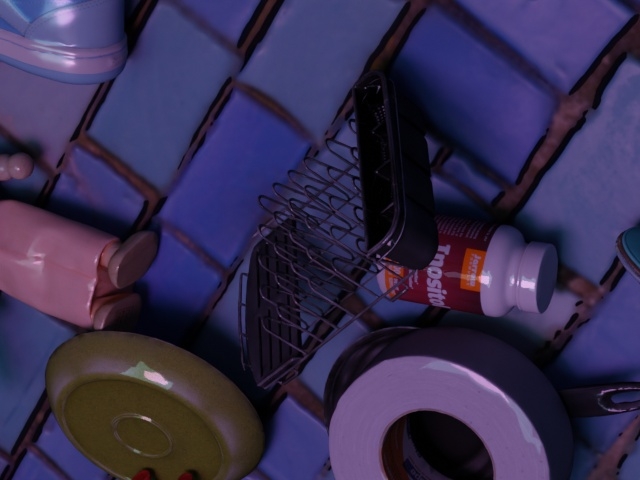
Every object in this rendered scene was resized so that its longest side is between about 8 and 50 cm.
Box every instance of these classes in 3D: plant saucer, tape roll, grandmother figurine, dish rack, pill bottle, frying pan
[{"bbox_3d":[-0.175,0.187,1.808,0.241,0.037,0.241,13,137,12],"label":"plant saucer"},{"bbox_3d":[0.120,0.192,1.648,0.219,0.072,0.219,10,114,22],"label":"tape roll"},{"bbox_3d":[-0.341,0.001,1.844,0.342,0.104,0.208,23,98,20],"label":"grandmother figurine"},{"bbox_3d":[0.000,0.000,1.619,0.074,0.208,0.271,28,129,-29],"label":"dish rack"},{"bbox_3d":[0.134,0.022,1.620,0.152,0.086,0.086,9,113,23],"label":"pill bottle"},{"bbox_3d":[0.142,0.138,1.681,0.326,0.053,0.197,-36,92,30],"label":"frying pan"}]

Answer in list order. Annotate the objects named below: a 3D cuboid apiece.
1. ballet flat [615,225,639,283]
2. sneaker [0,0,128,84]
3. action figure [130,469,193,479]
[{"bbox_3d":[0.338,0.053,1.550,0.188,0.070,0.070,29,119,18],"label":"ballet flat"},{"bbox_3d":[-0.321,-0.290,1.702,0.319,0.127,0.208,17,118,9],"label":"sneaker"},{"bbox_3d":[-0.143,0.388,1.848,0.091,0.139,0.280,0,128,30],"label":"action figure"}]
